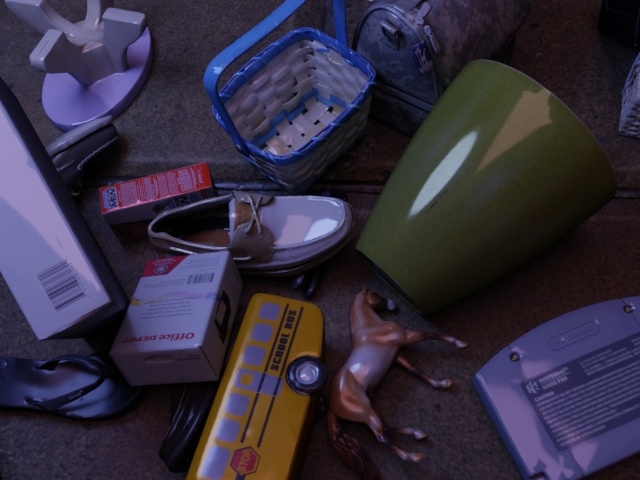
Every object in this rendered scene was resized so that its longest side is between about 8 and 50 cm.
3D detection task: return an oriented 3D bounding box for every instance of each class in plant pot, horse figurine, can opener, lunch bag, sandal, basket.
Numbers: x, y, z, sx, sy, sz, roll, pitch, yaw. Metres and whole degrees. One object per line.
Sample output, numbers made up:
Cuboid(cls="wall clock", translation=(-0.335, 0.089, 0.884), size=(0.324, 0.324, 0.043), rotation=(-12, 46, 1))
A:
Cuboid(cls="plant pot", translation=(0.195, -0.047, 0.960), size=(0.293, 0.275, 0.275), rotation=(-44, 66, -4))
Cuboid(cls="horse figurine", translation=(0.081, 0.189, 0.927), size=(0.174, 0.066, 0.263), rotation=(24, 63, 10))
Cuboid(cls="can opener", translation=(0.000, 0.000, 1.052), size=(0.059, 0.073, 0.186), rotation=(26, 62, -26))
Cuboid(cls="lunch bag", translation=(0.191, -0.345, 1.110), size=(0.212, 0.256, 0.305), rotation=(33, 68, 20))
Cuboid(cls="sandal", translation=(-0.360, 0.198, 0.957), size=(0.254, 0.054, 0.097), rotation=(-4, 61, 2))
Cuboid(cls="basket", translation=(0.569, -0.218, 1.095), size=(0.167, 0.113, 0.103), rotation=(15, 65, 13))
Cuboid(cls="basket", translation=(-0.046, -0.222, 1.037), size=(0.201, 0.289, 0.255), rotation=(39, 71, 22))

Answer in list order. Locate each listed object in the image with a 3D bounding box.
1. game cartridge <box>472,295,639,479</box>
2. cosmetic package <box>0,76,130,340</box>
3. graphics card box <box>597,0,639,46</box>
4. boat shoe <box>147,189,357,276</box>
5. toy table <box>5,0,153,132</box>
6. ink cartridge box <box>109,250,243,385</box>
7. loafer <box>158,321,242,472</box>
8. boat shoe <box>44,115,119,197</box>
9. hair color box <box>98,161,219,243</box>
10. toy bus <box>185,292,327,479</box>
Cuboid(cls="game cartridge", translation=(0.365, 0.190, 0.915), size=(0.297, 0.062, 0.198), rotation=(-20, 57, -7))
Cuboid(cls="cosmetic package", translation=(-0.381, -0.055, 0.896), size=(0.097, 0.284, 0.377), rotation=(-29, 88, -10))
Cuboid(cls="graphics card box", translation=(0.669, -0.367, 1.120), size=(0.371, 0.094, 0.233), rotation=(2, 24, 7))
Cuboid(cls="boat shoe", translation=(-0.101, -0.012, 0.996), size=(0.302, 0.103, 0.113), rotation=(-13, 59, 11))
Cuboid(cls="toy table", translation=(-0.403, -0.342, 1.205), size=(0.252, 0.161, 0.274), rotation=(3, 60, 5))
Cuboid(cls="ink cartridge box", translation=(-0.187, 0.103, 0.929), size=(0.127, 0.072, 0.175), rotation=(-6, 41, 13))
Cuboid(cls="loafer", translation=(-0.166, 0.204, 0.934), size=(0.078, 0.080, 0.220), rotation=(12, 53, 15))
Cuboid(cls="boat shoe", translation=(-0.442, -0.092, 1.107), size=(0.305, 0.091, 0.109), rotation=(-42, 22, -24))
Cuboid(cls="hair color box", translation=(-0.243, -0.057, 1.071), size=(0.167, 0.093, 0.053), rotation=(-14, 60, -3))
Cuboid(cls="toy bus", translation=(-0.071, 0.236, 0.864), size=(0.130, 0.108, 0.333), rotation=(11, 55, 9))
